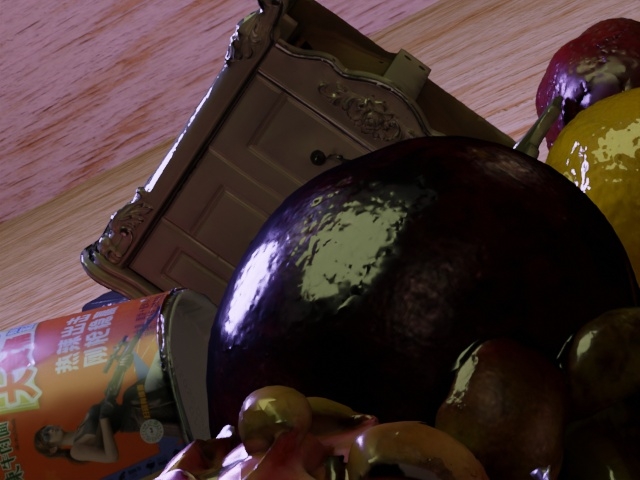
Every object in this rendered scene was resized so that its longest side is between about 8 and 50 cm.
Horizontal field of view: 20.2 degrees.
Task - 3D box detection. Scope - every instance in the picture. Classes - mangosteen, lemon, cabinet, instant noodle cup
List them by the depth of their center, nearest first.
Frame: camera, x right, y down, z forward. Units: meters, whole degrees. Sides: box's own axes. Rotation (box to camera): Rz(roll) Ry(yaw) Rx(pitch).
[{"bbox_3d":[0.095,0.095,1.140,0.347,0.307,0.307,22,50,39],"label":"mangosteen"},{"bbox_3d":[0.270,-0.032,1.387,0.244,0.187,0.187,-2,9,-9],"label":"lemon"},{"bbox_3d":[-0.166,0.173,1.452,0.214,0.296,0.296,-21,15,14],"label":"instant noodle cup"},{"bbox_3d":[0.010,-0.049,1.582,0.318,0.290,0.227,-54,2,26],"label":"cabinet"}]

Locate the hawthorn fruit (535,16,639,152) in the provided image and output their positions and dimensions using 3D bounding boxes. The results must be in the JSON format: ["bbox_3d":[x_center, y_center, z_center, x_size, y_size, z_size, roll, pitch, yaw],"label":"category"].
[{"bbox_3d":[0.287,-0.111,1.649,0.181,0.181,0.235,-31,8,6],"label":"hawthorn fruit"}]

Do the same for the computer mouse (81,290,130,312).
[{"bbox_3d":[-0.169,0.076,2.256,0.295,0.087,0.168,-26,10,-36],"label":"computer mouse"}]

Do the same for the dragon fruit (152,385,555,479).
[{"bbox_3d":[0.028,0.200,0.830,0.269,0.291,0.250,-33,7,-10],"label":"dragon fruit"}]
